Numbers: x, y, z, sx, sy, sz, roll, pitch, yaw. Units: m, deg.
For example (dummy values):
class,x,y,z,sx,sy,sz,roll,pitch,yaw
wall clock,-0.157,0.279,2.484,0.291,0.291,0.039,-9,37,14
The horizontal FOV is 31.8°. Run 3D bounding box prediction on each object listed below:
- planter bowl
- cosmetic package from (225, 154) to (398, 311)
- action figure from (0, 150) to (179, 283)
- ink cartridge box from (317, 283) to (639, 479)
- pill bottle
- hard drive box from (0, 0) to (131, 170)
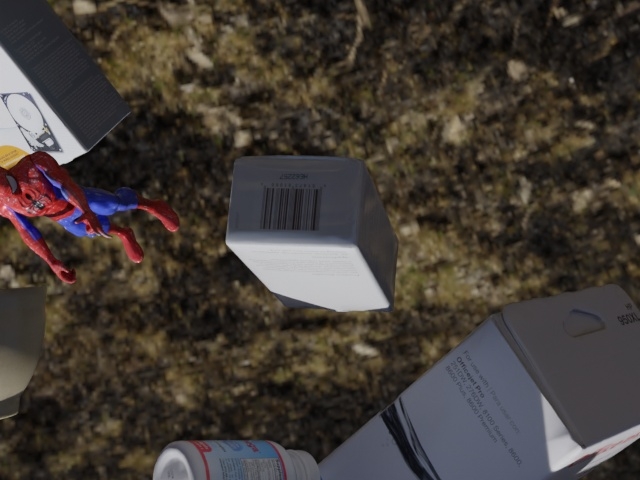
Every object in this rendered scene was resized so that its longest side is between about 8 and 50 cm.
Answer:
class,x,y,z,sx,sy,sz,roll,pitch,yaw
planter bowl,-0.308,0.099,0.943,0.162,0.109,0.162,-6,180,0
cosmetic package,0.000,0.000,1.035,0.117,0.086,0.231,3,165,11
action figure,-0.234,-0.009,1.155,0.091,0.139,0.280,-41,153,13
ink cartridge box,0.183,0.236,1.271,0.285,0.166,0.395,-7,148,-49
pill bottle,-0.081,0.245,1.129,0.160,0.087,0.087,8,144,-39
hard drive box,-0.359,-0.195,1.298,0.181,0.089,0.232,-16,117,49
